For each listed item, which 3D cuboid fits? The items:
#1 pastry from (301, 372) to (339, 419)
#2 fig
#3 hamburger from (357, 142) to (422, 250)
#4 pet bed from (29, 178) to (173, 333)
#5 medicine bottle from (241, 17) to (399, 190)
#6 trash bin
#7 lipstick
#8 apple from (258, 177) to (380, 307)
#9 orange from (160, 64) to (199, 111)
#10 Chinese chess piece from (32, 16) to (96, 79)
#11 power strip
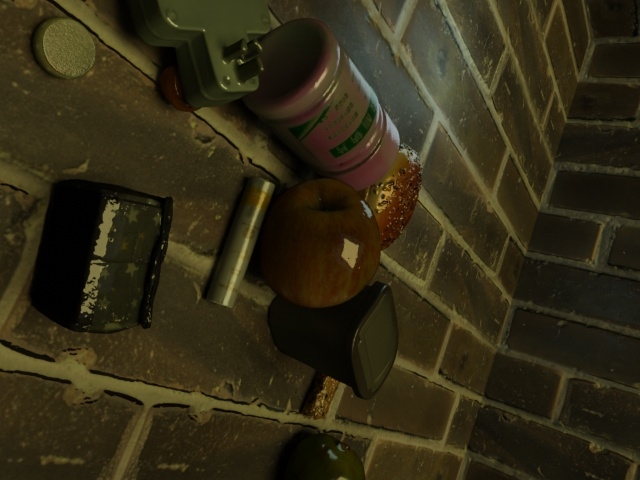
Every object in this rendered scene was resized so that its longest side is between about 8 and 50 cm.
[{"bbox_3d":[0.005,0.402,1.502,0.080,0.056,0.140,33,75,-41],"label":"pastry"},{"bbox_3d":[0.003,0.612,1.440,0.230,0.207,0.207,-57,140,-20],"label":"fig"},{"bbox_3d":[0.141,-0.111,1.388,0.300,0.176,0.300,-53,154,-42],"label":"hamburger"},{"bbox_3d":[-0.306,0.024,0.847,0.159,0.183,0.211,11,89,-49],"label":"pet bed"},{"bbox_3d":[0.009,-0.260,1.162,0.325,0.212,0.212,40,68,-51],"label":"medicine bottle"},{"bbox_3d":[0.033,0.199,1.307,0.219,0.250,0.220,-43,133,-39],"label":"trash bin"},{"bbox_3d":[-0.159,0.004,1.145,0.059,0.059,0.264,29,77,-54],"label":"lipstick"},{"bbox_3d":[0.000,0.000,1.185,0.264,0.264,0.265,-22,118,-49],"label":"apple"},{"bbox_3d":[-0.228,-0.255,0.964,0.086,0.062,0.086,7,81,-47],"label":"orange"},{"bbox_3d":[-0.358,-0.269,0.803,0.084,0.034,0.084,-19,115,-48],"label":"Chinese chess piece"},{"bbox_3d":[-0.169,-0.356,0.899,0.229,0.141,0.261,-20,97,-49],"label":"power strip"}]
